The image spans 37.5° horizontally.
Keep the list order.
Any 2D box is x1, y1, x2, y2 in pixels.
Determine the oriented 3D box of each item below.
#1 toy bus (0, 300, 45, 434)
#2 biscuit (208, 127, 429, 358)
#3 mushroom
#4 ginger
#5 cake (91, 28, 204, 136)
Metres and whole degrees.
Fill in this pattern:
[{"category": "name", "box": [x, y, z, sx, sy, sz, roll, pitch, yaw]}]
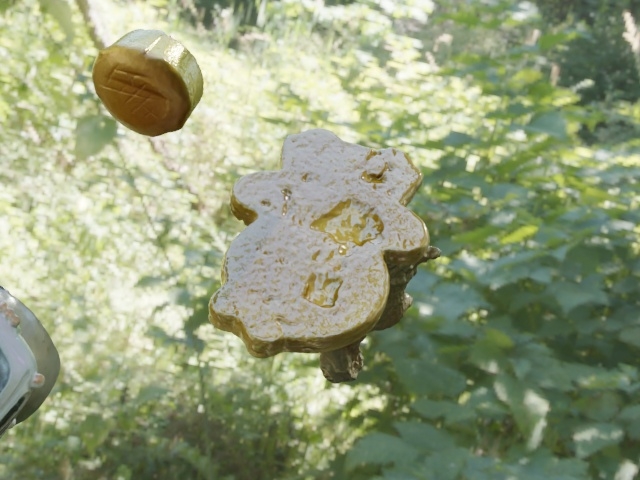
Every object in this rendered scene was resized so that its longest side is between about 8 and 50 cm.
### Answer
[{"category": "toy bus", "box": [-0.352, 0.145, 0.813, 0.143, 0.179, 0.305, 49, -30, 0]}, {"category": "biscuit", "box": [0.000, 0.002, 0.825, 0.184, 0.249, 0.035, 14, -38, 7]}, {"category": "mushroom", "box": [-0.368, 0.136, 1.032, 0.141, 0.188, 0.117, -6, 38, 5]}, {"category": "ginger", "box": [0.051, 0.089, 1.193, 0.122, 0.290, 0.084, -13, 60, -30]}, {"category": "cake", "box": [-0.132, -0.119, 0.724, 0.084, 0.084, 0.044, 16, 44, 13]}]
